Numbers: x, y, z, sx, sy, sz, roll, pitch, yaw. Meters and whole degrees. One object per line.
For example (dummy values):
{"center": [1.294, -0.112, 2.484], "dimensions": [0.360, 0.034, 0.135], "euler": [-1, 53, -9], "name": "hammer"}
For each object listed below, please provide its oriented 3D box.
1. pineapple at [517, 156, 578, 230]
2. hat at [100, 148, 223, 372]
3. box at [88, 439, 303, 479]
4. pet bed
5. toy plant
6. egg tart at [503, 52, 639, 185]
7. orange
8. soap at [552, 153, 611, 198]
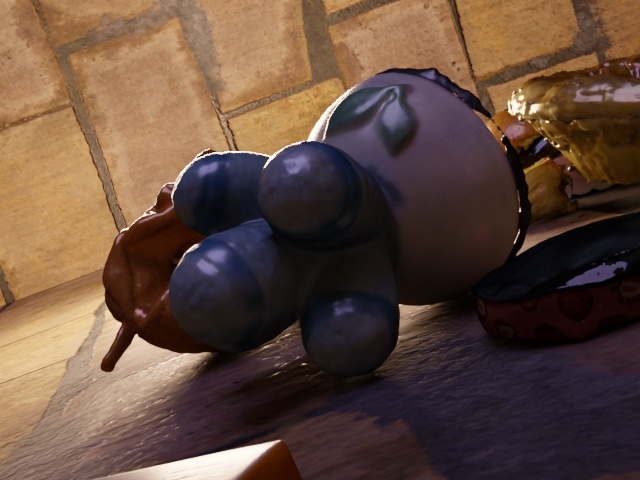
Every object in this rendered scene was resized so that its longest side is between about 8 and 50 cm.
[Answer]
{"center": [0.233, -0.043, 1.339], "dimensions": [0.116, 0.069, 0.137], "euler": [-29, 1, -25], "name": "pineapple"}
{"center": [-0.139, 0.064, 1.202], "dimensions": [0.244, 0.233, 0.233], "euler": [24, 55, 35], "name": "hat"}
{"center": [-0.144, 0.186, 0.448], "dimensions": [0.220, 0.091, 0.274], "euler": [-17, 8, 32], "name": "box"}
{"center": [0.210, 0.023, 0.878], "dimensions": [0.201, 0.053, 0.201], "euler": [-19, 7, 2], "name": "pet bed"}
{"center": [0.000, 0.000, 0.989], "dimensions": [0.332, 0.247, 0.247], "euler": [-28, 11, -40], "name": "toy plant"}
{"center": [0.368, -0.137, 1.251], "dimensions": [0.341, 0.132, 0.341], "euler": [-10, 11, 2], "name": "egg tart"}
{"center": [0.259, -0.116, 1.490], "dimensions": [0.160, 0.112, 0.170], "euler": [-43, -6, -22], "name": "orange"}
{"center": [0.355, -0.102, 1.433], "dimensions": [0.100, 0.056, 0.149], "euler": [-18, 6, 34], "name": "soap"}
